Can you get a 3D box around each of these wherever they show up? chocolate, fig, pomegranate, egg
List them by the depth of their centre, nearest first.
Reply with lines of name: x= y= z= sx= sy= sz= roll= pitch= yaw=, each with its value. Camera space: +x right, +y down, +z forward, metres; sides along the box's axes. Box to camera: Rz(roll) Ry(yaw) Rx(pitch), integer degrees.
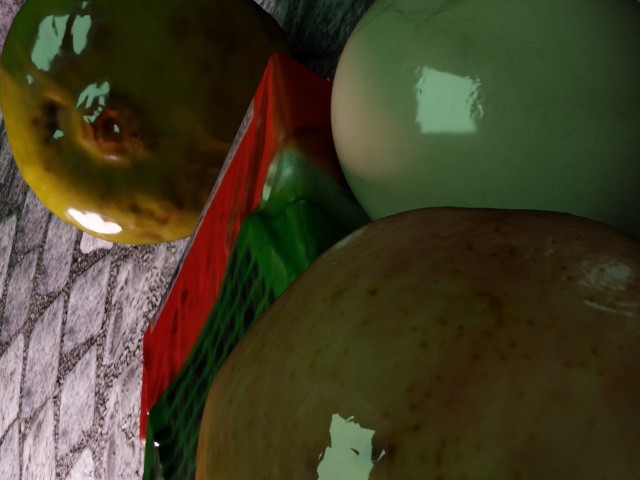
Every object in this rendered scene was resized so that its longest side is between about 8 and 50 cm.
pomegranate: x=0.101 y=0.129 z=0.593 sx=0.338 sy=0.338 sz=0.338 roll=-37 pitch=45 yaw=50
egg: x=0.120 y=-0.078 z=0.749 sx=0.269 sy=0.219 sz=0.219 roll=43 pitch=115 yaw=46
chocolate: x=-0.026 y=0.086 z=0.925 sx=0.341 sy=0.161 sz=0.360 roll=-99 pitch=31 yaw=-52
fig: x=-0.189 y=-0.167 z=1.290 sx=0.343 sy=0.343 sz=0.343 roll=-37 pitch=45 yaw=50
